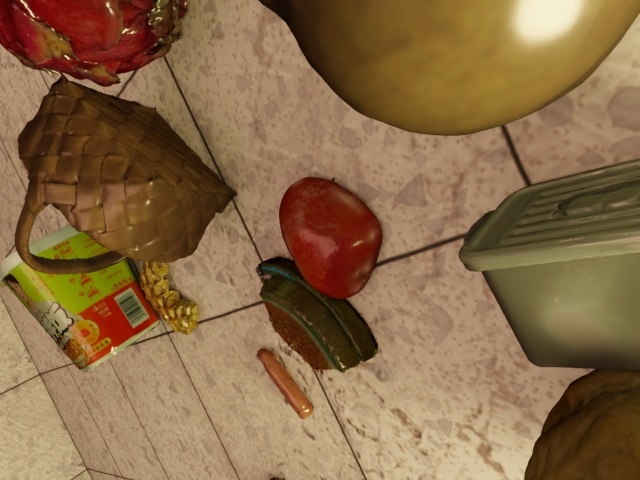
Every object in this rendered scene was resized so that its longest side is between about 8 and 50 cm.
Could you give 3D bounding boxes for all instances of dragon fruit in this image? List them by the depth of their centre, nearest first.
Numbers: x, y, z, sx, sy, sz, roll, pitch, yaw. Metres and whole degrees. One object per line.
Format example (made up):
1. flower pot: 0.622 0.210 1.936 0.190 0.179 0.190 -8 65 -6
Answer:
1. dragon fruit: -0.353 -0.381 0.709 0.329 0.329 0.329 21 124 36

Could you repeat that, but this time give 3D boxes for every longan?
1. longan: 0.086 -0.234 0.372 0.319 0.319 0.319 21 124 36

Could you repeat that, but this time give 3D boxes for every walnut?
1. walnut: 0.314 0.229 0.436 0.283 0.227 0.283 35 138 38

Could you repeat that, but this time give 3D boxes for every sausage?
1. sausage: -0.070 0.267 0.968 0.158 0.036 0.042 50 125 15

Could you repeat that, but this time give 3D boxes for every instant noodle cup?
1. instant noodle cup: -0.568 0.136 1.241 0.294 0.294 0.308 -27 97 48

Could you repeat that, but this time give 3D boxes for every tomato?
1. tomato: -0.006 0.001 0.739 0.174 0.082 0.166 39 133 21

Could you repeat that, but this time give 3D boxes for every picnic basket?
1. picnic basket: -0.368 -0.057 0.877 0.337 0.293 0.337 0 89 26

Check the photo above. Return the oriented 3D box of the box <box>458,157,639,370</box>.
1. box: 0.263 0.019 0.437 0.243 0.163 0.135 -14 109 46

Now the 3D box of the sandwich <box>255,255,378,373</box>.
1. sandwich: -0.031 0.125 0.826 0.235 0.079 0.159 52 137 11

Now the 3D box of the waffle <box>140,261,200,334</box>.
1. waffle: -0.346 0.124 1.156 0.194 0.051 0.149 47 137 17

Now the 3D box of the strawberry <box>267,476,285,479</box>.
1. strawberry: -0.096 0.611 1.110 0.187 0.082 0.146 39 123 35
